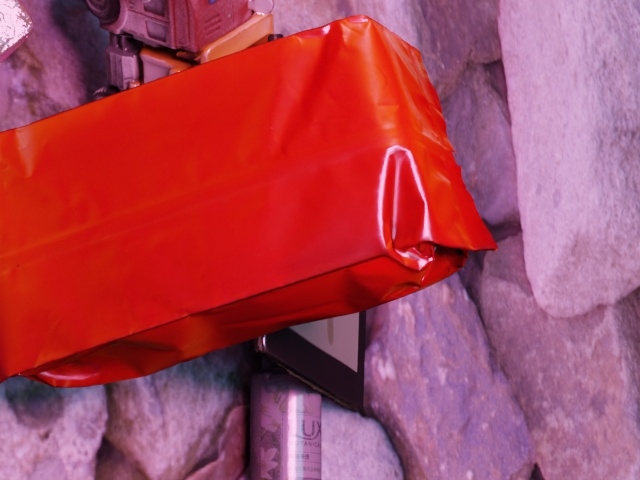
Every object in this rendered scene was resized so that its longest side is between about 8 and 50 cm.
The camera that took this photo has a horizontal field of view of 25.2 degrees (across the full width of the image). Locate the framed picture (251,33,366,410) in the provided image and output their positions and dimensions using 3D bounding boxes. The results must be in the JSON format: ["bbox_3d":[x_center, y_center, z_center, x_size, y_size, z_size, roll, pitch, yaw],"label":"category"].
[{"bbox_3d":[0.000,0.000,1.277,0.347,0.016,0.265,44,47,-70],"label":"framed picture"}]

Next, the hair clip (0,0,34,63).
[{"bbox_3d":[-0.287,-0.153,1.161,0.054,0.022,0.137,52,51,-21],"label":"hair clip"}]

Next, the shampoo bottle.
[{"bbox_3d":[-0.031,0.181,1.295,0.072,0.072,0.214,13,71,-41],"label":"shampoo bottle"}]

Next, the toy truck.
[{"bbox_3d":[-0.116,-0.131,1.198,0.114,0.135,0.270,-40,142,-42],"label":"toy truck"}]

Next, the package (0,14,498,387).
[{"bbox_3d":[-0.098,-0.013,1.054,0.123,0.424,0.196,62,11,-71],"label":"package"}]
